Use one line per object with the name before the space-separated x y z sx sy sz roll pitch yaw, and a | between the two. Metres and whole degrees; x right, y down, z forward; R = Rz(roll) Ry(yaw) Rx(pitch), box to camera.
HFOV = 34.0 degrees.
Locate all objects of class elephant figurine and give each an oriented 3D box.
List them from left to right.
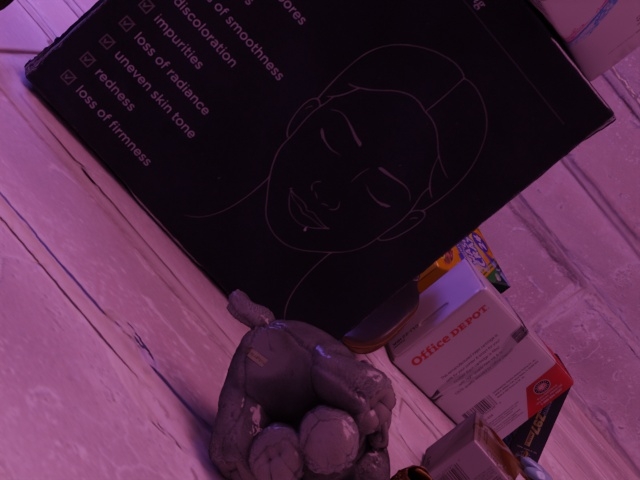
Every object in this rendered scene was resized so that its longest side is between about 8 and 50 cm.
elephant figurine | 0.007 0.187 0.940 0.169 0.186 0.239 7 -26 28

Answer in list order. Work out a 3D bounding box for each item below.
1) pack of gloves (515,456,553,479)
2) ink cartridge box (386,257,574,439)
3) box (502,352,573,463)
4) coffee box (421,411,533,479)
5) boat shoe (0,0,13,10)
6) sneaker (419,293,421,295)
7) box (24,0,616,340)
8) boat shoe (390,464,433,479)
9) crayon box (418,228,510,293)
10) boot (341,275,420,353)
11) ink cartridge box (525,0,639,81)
pack of gloves | 0.343 0.371 1.338 0.232 0.046 0.195 49 14 4
ink cartridge box | 0.262 0.193 1.766 0.273 0.197 0.114 45 11 -27
box | 0.399 0.308 1.958 0.059 0.183 0.233 23 7 4
coffee box | 0.247 0.363 1.377 0.246 0.098 0.141 50 13 1
boat shoe | -0.419 -0.328 1.032 0.104 0.111 0.307 50 0 21
sneaker | 0.148 0.064 1.992 0.281 0.105 0.115 56 12 27
box | 0.001 -0.195 1.275 0.480 0.472 0.297 49 11 -12
boat shoe | 0.104 0.283 1.165 0.064 0.060 0.178 53 11 14
crayon box | 0.213 0.007 1.993 0.323 0.083 0.203 13 44 -49
boot | 0.097 0.118 1.615 0.112 0.115 0.305 11 23 13
ink cartridge box | 0.256 -0.327 1.167 0.201 0.117 0.278 57 13 29
